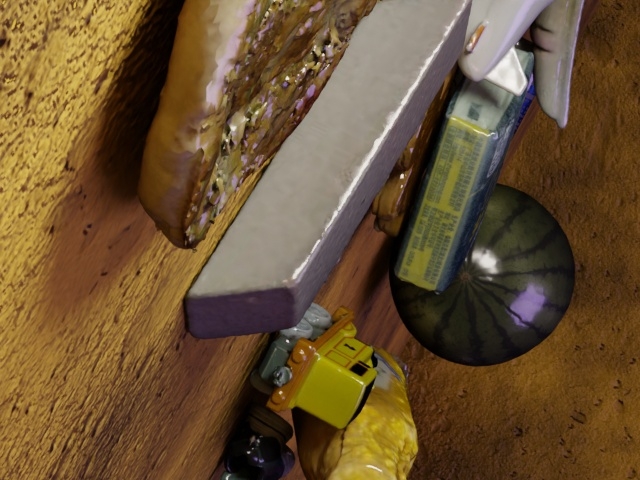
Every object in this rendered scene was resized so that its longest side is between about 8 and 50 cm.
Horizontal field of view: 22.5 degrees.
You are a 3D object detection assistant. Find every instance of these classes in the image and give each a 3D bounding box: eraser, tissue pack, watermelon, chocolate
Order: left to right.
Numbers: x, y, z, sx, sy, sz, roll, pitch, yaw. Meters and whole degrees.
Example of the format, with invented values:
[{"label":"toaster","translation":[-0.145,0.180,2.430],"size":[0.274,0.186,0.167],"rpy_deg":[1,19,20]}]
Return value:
[{"label":"eraser","translation":[0.009,-0.062,1.328],"size":[0.352,0.077,0.111],"rpy_deg":[-58,169,-19]},{"label":"chocolate","translation":[0.051,0.235,1.888],"size":[0.162,0.162,0.445],"rpy_deg":[-63,-174,7]},{"label":"tissue pack","translation":[0.173,-0.087,1.917],"size":[0.185,0.081,0.257],"rpy_deg":[-60,169,-48]},{"label":"watermelon","translation":[0.244,0.050,2.434],"size":[0.279,0.279,0.359],"rpy_deg":[-63,172,12]}]

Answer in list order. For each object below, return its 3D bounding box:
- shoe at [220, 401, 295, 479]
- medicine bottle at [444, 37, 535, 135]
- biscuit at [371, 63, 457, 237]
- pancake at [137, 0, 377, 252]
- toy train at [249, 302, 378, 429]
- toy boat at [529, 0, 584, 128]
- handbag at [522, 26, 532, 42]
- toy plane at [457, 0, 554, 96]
[{"label":"shoe","translation":[-0.082,0.262,1.884],"size":[0.099,0.071,0.169],"rpy_deg":[-54,166,-26]},{"label":"medicine bottle","translation":[0.212,-0.178,2.074],"size":[0.191,0.107,0.107],"rpy_deg":[-62,172,8]},{"label":"biscuit","translation":[0.101,-0.113,1.811],"size":[0.301,0.049,0.197],"rpy_deg":[71,38,-80]},{"label":"pancake","translation":[-0.010,-0.154,0.946],"size":[0.356,0.065,0.356],"rpy_deg":[-58,172,-13]},{"label":"toy train","translation":[0.003,0.137,1.766],"size":[0.089,0.127,0.219],"rpy_deg":[-63,171,16]},{"label":"toy boat","translation":[0.298,-0.335,1.948],"size":[0.276,0.111,0.293],"rpy_deg":[-80,-177,-51]},{"label":"handbag","translation":[0.343,-0.354,2.424],"size":[0.151,0.072,0.193],"rpy_deg":[-54,168,-44]},{"label":"toy plane","translation":[0.221,-0.283,1.749],"size":[0.244,0.117,0.244],"rpy_deg":[-58,170,-16]}]
